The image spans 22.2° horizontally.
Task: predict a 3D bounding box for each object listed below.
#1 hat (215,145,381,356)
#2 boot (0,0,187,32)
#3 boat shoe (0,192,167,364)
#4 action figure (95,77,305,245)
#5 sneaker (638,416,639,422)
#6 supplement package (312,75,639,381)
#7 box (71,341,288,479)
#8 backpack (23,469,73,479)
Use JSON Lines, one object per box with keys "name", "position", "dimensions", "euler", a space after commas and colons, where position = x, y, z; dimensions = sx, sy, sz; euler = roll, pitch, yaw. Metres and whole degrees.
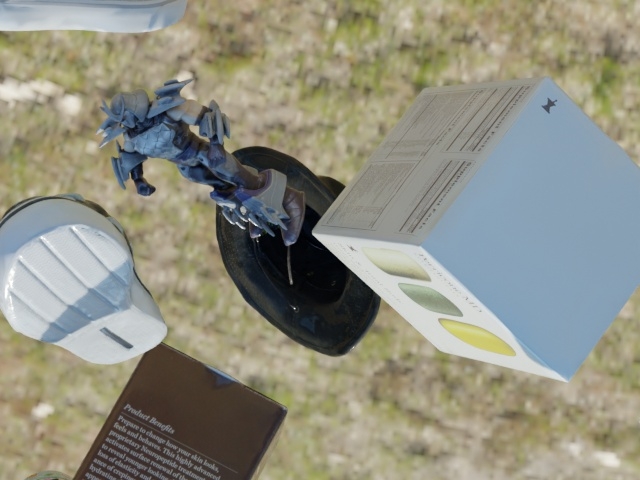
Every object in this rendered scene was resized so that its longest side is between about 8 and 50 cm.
{"name": "hat", "position": [0.000, 0.000, 2.280], "dimensions": [0.331, 0.134, 0.331], "euler": [28, 129, 40]}
{"name": "boot", "position": [-0.184, -0.232, 1.262], "dimensions": [0.095, 0.258, 0.123], "euler": [23, 110, 27]}
{"name": "boat shoe", "position": [-0.229, 0.019, 1.456], "dimensions": [0.121, 0.119, 0.335], "euler": [-27, 160, -4]}
{"name": "action figure", "position": [-0.145, -0.096, 1.924], "dimensions": [0.285, 0.099, 0.185], "euler": [33, 152, -34]}
{"name": "sneaker", "position": [0.397, 0.163, 1.457], "dimensions": [0.217, 0.121, 0.079], "euler": [31, -177, 37]}
{"name": "supplement package", "position": [0.162, -0.014, 1.551], "dimensions": [0.199, 0.198, 0.262], "euler": [42, 168, -18]}
{"name": "box", "position": [-0.210, 0.333, 1.953], "dimensions": [0.191, 0.381, 0.143], "euler": [27, 161, 6]}
{"name": "backpack", "position": [-0.357, 0.406, 2.250], "dimensions": [0.182, 0.152, 0.115], "euler": [55, 166, -11]}
